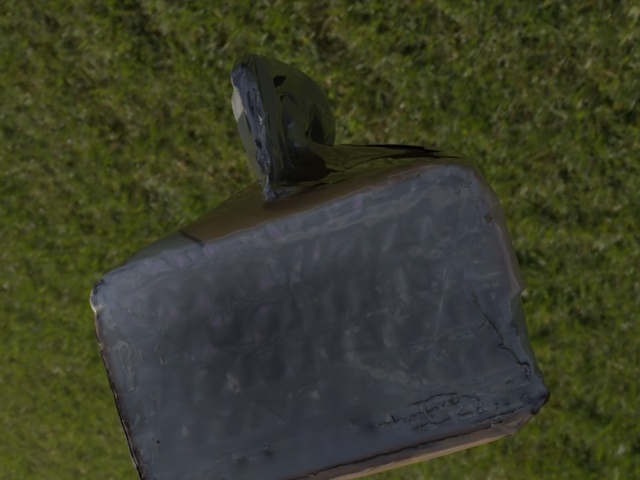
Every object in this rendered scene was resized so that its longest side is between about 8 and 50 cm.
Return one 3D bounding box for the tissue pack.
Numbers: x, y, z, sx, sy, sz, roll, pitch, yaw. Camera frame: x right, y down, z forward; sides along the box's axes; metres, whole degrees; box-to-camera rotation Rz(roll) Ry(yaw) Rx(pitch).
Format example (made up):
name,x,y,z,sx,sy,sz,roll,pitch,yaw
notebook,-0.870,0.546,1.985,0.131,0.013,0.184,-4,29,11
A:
name,x,y,z,sx,sy,sz,roll,pitch,yaw
tissue pack,0.000,0.000,0.638,0.238,0.305,0.238,1,97,6
